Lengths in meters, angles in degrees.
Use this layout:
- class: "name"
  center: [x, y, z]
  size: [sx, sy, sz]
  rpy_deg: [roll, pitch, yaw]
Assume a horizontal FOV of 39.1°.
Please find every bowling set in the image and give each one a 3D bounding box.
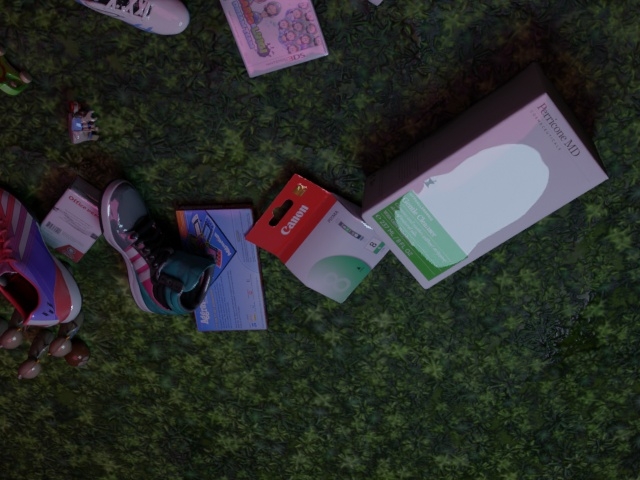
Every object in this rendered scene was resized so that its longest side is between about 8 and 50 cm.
- class: "bowling set"
  center: [-0.541, 0.201, 1.789]
  size: [0.287, 0.154, 0.200]
  rpy_deg: [-39, 111, 25]

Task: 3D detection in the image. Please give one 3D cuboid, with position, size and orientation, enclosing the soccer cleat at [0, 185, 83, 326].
- class: "soccer cleat"
  center: [-0.558, 0.022, 1.631]
  size: [0.108, 0.116, 0.318]
  rpy_deg: [-45, 75, 26]

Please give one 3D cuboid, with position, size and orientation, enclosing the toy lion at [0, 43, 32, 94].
- class: "toy lion"
  center: [-0.545, -0.285, 1.522]
  size: [0.034, 0.096, 0.100]
  rpy_deg: [-33, 114, 22]

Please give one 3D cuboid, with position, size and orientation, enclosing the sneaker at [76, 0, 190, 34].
- class: "sneaker"
  center: [-0.325, -0.390, 1.447]
  size: [0.237, 0.086, 0.085]
  rpy_deg: [23, 119, -11]

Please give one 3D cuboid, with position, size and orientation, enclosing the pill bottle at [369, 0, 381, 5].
- class: "pill bottle"
  center: [0.051, -0.419, 1.407]
  size: [0.120, 0.067, 0.067]
  rpy_deg: [30, 119, -13]

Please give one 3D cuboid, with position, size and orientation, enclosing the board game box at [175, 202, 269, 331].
- class: "board game box"
  center: [-0.186, 0.056, 1.745]
  size: [0.145, 0.027, 0.281]
  rpy_deg: [-2, 122, 4]

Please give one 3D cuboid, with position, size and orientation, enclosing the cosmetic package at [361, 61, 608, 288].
- class: "cosmetic package"
  center: [0.270, -0.107, 1.534]
  size: [0.366, 0.155, 0.197]
  rpy_deg: [-35, 111, 24]

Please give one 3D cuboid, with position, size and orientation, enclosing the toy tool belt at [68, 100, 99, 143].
- class: "toy tool belt"
  center: [-0.416, -0.211, 1.592]
  size: [0.051, 0.052, 0.083]
  rpy_deg: [-10, 130, -26]

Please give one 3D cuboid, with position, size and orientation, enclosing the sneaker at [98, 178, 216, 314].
- class: "sneaker"
  center: [-0.285, 0.025, 1.645]
  size: [0.179, 0.124, 0.295]
  rpy_deg: [9, 132, 30]

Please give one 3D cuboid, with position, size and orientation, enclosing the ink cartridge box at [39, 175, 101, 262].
- class: "ink cartridge box"
  center: [-0.456, -0.040, 1.690]
  size: [0.099, 0.056, 0.135]
  rpy_deg: [37, 118, -17]

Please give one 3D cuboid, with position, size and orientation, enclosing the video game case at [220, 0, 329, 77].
- class: "video game case"
  center: [-0.077, -0.359, 1.483]
  size: [0.143, 0.019, 0.157]
  rpy_deg: [-14, 119, 13]

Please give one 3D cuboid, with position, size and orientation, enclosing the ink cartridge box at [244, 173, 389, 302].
- class: "ink cartridge box"
  center: [0.000, 0.000, 1.665]
  size: [0.225, 0.056, 0.181]
  rpy_deg: [27, 121, -23]
